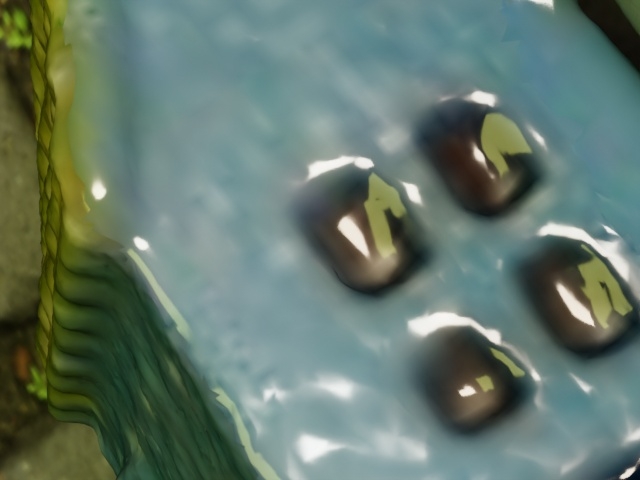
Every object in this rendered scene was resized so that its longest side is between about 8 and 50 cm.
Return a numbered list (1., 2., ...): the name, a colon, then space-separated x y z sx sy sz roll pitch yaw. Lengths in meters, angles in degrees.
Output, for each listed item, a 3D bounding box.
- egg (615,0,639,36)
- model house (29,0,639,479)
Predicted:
1. egg: 0.179 -0.142 0.561 0.230 0.230 0.371 -26 92 31
2. model house: 0.000 0.000 0.654 0.303 0.215 0.237 59 163 12
